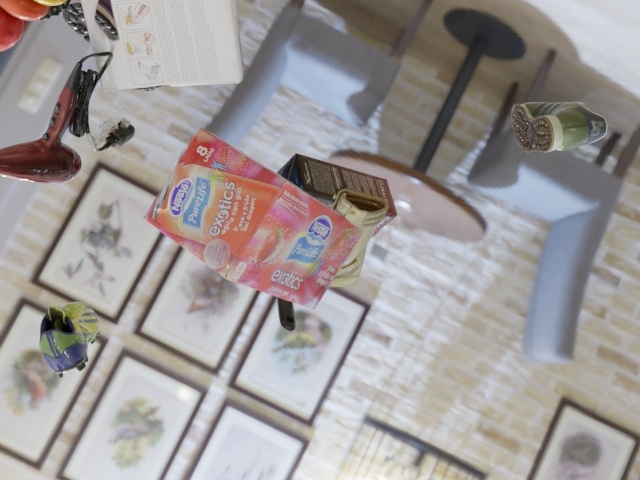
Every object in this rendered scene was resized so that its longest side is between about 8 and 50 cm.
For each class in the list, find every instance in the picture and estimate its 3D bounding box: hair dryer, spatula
[{"bbox_3d":[-0.475,-0.200,1.660,0.080,0.293,0.223,31,150,31],"label":"hair dryer"},{"bbox_3d":[-0.061,0.057,1.629,0.084,0.030,0.296,25,-147,-22],"label":"spatula"}]

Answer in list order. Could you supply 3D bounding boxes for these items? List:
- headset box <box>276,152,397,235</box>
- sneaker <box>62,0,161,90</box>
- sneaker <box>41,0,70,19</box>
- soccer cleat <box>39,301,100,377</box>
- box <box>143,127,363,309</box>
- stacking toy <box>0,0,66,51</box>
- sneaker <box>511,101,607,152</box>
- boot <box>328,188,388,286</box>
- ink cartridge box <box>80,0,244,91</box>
[{"bbox_3d":[0.010,-0.063,2.097,0.293,0.110,0.218,12,142,-36],"label":"headset box"},{"bbox_3d":[-0.377,-0.408,1.802,0.107,0.124,0.283,-1,152,20],"label":"sneaker"},{"bbox_3d":[-0.451,-0.447,1.555,0.086,0.237,0.085,7,139,15],"label":"sneaker"},{"bbox_3d":[-0.513,0.170,1.893,0.289,0.093,0.121,-117,7,-70],"label":"soccer cleat"},{"bbox_3d":[-0.079,-0.020,1.263,0.154,0.142,0.300,33,-178,24],"label":"box"},{"bbox_3d":[-0.325,-0.341,1.128,0.141,0.330,0.141,40,-151,-28],"label":"stacking toy"},{"bbox_3d":[0.317,-0.152,1.236,0.086,0.064,0.192,-8,-167,-1],"label":"sneaker"},{"bbox_3d":[0.000,0.000,1.789,0.262,0.203,0.095,-2,-139,-36],"label":"boot"},{"bbox_3d":[-0.280,-0.411,1.638,0.261,0.066,0.296,-3,130,1],"label":"ink cartridge box"}]
